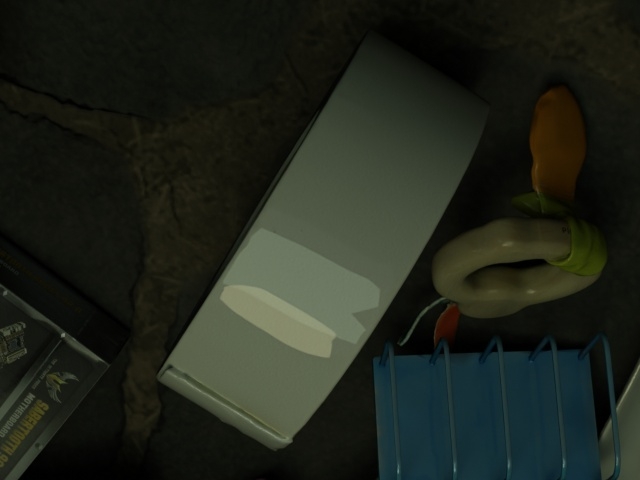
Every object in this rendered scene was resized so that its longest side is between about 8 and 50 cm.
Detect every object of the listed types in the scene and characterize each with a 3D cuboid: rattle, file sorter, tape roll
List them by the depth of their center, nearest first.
[{"bbox_3d":[0.000,0.000,1.044,0.100,0.286,0.286,32,118,-4],"label":"tape roll"},{"bbox_3d":[0.130,0.132,1.130,0.170,0.104,0.118,-2,73,-3],"label":"file sorter"},{"bbox_3d":[0.123,-0.007,1.148,0.143,0.130,0.200,71,156,14],"label":"rattle"}]

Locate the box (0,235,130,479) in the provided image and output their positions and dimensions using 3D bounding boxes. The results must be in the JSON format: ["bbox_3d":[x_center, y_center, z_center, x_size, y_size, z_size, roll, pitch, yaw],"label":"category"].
[{"bbox_3d":[-0.299,0.110,1.294,0.183,0.056,0.231,36,118,-7],"label":"box"}]

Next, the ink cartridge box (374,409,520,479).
[{"bbox_3d":[0.086,0.271,1.211,0.171,0.056,0.235,44,101,10],"label":"ink cartridge box"}]

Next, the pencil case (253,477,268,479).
[{"bbox_3d":[0.006,0.334,1.298,0.284,0.124,0.124,45,116,-11],"label":"pencil case"}]

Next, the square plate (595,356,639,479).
[{"bbox_3d":[0.365,0.237,1.209,0.347,0.049,0.344,24,119,1],"label":"square plate"}]
